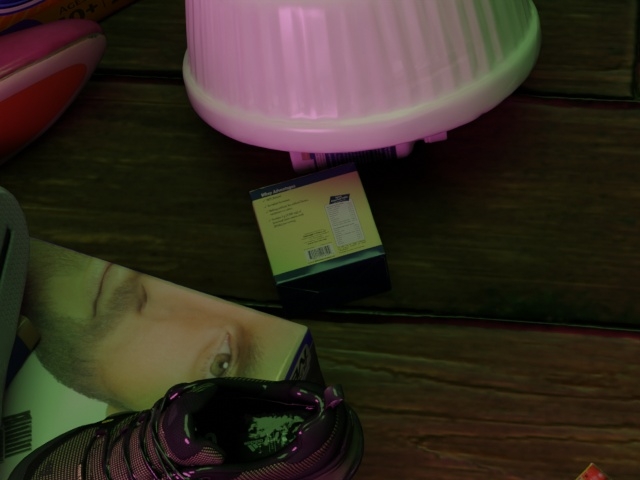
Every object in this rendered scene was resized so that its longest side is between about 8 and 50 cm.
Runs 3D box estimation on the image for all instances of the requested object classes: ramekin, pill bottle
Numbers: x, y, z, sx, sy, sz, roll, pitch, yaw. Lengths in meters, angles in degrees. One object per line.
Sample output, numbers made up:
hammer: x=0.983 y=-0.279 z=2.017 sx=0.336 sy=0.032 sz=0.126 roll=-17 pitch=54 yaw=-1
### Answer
ramekin: x=0.022 y=-0.186 z=1.193 sx=0.273 sy=0.127 sz=0.273 roll=-8 pitch=34 yaw=5
pill bottle: x=0.034 y=-0.092 z=1.228 sx=0.120 sy=0.067 sz=0.067 roll=-9 pitch=59 yaw=2

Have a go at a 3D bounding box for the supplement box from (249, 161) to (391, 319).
supplement box: x=0.000 y=0.000 z=1.185 sx=0.083 sy=0.056 sz=0.083 roll=-16 pitch=59 yaw=-2

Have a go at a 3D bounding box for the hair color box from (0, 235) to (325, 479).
hair color box: x=-0.188 y=0.106 z=1.119 sx=0.339 sy=0.110 sz=0.185 roll=17 pitch=65 yaw=15

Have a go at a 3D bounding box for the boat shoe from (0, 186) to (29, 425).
boat shoe: x=-0.256 y=0.100 z=0.988 sx=0.094 sy=0.109 sz=0.302 roll=-5 pitch=53 yaw=20

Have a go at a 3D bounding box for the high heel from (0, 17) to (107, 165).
high heel: x=-0.359 y=-0.113 z=1.252 sx=0.377 sy=0.127 sz=0.181 roll=-30 pitch=71 yaw=-6

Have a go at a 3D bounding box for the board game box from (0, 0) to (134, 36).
board game box: x=-0.255 y=-0.418 z=1.291 sx=0.356 sy=0.356 sz=0.356 roll=-32 pitch=61 yaw=-10

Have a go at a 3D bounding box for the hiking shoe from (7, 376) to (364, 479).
hiking shoe: x=-0.090 y=0.121 z=0.971 sx=0.227 sy=0.114 sz=0.086 roll=-15 pitch=61 yaw=0

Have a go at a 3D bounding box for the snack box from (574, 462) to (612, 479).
snack box: x=0.116 y=0.255 z=0.952 sx=0.207 sy=0.174 sz=0.070 roll=-41 pitch=60 yaw=-15

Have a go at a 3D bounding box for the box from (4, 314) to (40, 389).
box: x=-0.300 y=0.122 z=1.048 sx=0.136 sy=0.036 sz=0.225 roll=23 pitch=70 yaw=19
